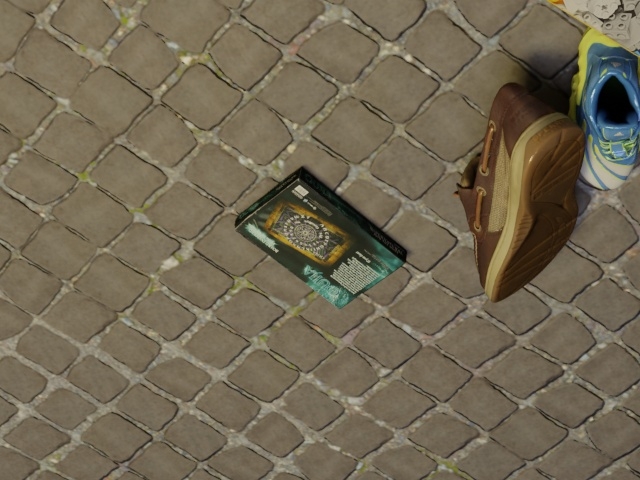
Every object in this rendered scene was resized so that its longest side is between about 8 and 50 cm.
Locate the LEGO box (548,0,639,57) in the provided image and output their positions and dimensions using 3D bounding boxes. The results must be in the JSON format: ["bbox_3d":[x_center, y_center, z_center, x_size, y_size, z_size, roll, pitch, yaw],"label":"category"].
[{"bbox_3d":[0.246,-0.416,1.627,0.372,0.500,0.193,29,128,-15],"label":"LEGO box"}]

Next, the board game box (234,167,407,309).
[{"bbox_3d":[0.000,0.000,2.339,0.186,0.026,0.126,38,126,-23],"label":"board game box"}]

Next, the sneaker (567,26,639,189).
[{"bbox_3d":[0.323,-0.131,2.107,0.091,0.126,0.240,-1,130,10],"label":"sneaker"}]

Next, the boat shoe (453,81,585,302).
[{"bbox_3d":[0.226,-0.058,2.207,0.123,0.123,0.342,-32,152,-19],"label":"boat shoe"}]
